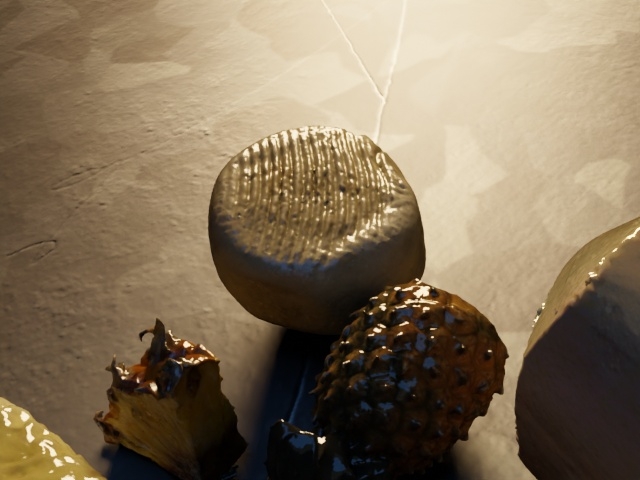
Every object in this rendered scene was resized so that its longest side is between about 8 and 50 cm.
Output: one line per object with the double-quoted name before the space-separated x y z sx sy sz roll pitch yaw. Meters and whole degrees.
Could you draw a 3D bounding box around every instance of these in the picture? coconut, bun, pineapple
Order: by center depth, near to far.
"coconut" 0.230 0.084 0.637 0.239 0.239 0.244 -24 44 -15
"pineapple" 0.016 0.142 0.706 0.125 0.125 0.251 26 58 32
"pineapple" -0.098 0.118 0.758 0.116 0.137 0.069 48 64 -1
"bun" 0.000 0.000 0.848 0.166 0.113 0.173 22 49 20

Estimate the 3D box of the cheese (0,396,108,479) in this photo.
"cheese" -0.194 0.177 0.705 0.167 0.094 0.123 28 56 33
